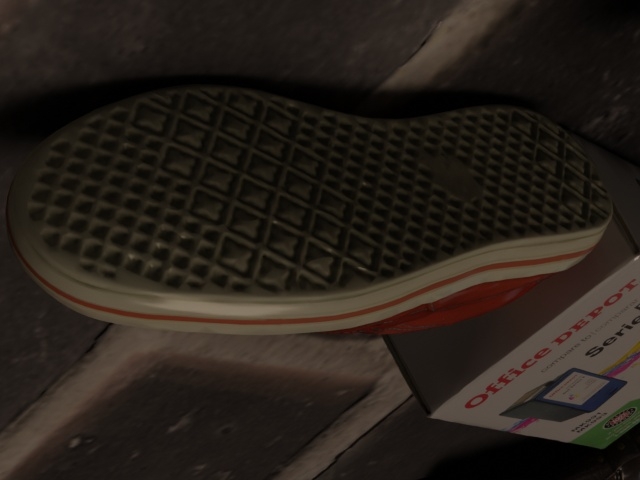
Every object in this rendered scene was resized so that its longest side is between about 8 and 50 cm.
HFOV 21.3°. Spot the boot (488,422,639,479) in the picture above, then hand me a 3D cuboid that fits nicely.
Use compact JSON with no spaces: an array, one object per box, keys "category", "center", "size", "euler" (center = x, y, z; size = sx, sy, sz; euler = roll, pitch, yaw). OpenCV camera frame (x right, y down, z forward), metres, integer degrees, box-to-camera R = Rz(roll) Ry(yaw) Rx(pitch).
[{"category":"boot","center":[0.171,0.227,1.318],"size":[0.229,0.091,0.263],"euler":[-19,156,-31]}]

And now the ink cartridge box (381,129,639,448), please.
[{"category":"ink cartridge box","center":[0.151,0.036,0.984],"size":[0.154,0.093,0.212],"euler":[-41,148,21]}]

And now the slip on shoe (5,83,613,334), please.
[{"category":"slip on shoe","center":[0.000,0.000,0.774],"size":[0.331,0.123,0.101],"euler":[-5,147,-45]}]
